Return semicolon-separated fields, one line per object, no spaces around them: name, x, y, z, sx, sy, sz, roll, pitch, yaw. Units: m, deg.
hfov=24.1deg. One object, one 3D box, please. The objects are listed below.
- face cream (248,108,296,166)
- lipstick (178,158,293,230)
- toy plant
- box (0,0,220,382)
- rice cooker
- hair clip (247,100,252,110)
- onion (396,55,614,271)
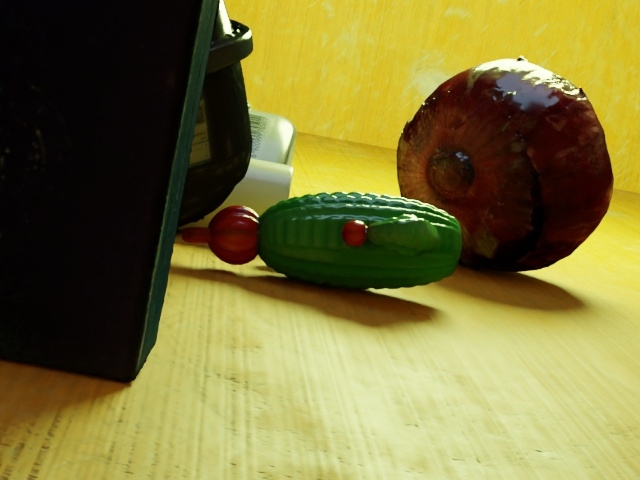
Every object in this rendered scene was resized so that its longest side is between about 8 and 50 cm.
face cream;-0.203;-0.113;1.768;0.337;0.080;0.163;10;44;2
lipstick;-0.195;-0.063;1.539;0.327;0.087;0.087;10;8;-2
toy plant;0.009;0.001;1.379;0.240;0.088;0.154;-1;-6;19
box;-0.220;-0.072;0.917;0.279;0.261;0.116;11;10;0
rice cooker;-0.189;-0.123;1.365;0.267;0.224;0.267;-6;19;2
hair clip;-0.218;-0.158;2.070;0.321;0.138;0.091;4;21;-37
onion;0.197;-0.078;1.662;0.246;0.246;0.190;16;19;36
